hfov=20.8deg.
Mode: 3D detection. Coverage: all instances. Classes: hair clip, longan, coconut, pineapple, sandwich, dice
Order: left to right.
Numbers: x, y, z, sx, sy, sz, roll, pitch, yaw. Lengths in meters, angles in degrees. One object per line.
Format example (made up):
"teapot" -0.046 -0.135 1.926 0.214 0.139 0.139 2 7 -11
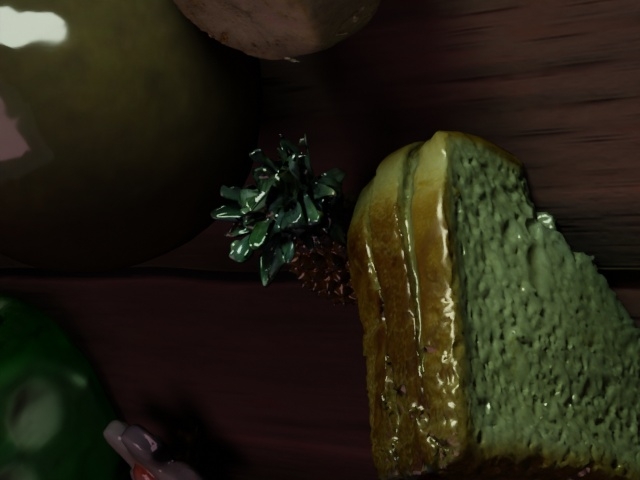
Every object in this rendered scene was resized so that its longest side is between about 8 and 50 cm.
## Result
"dice" -0.394 0.237 1.816 0.287 0.297 0.300 9 127 48
"longan" -0.181 -0.114 1.266 0.297 0.297 0.297 28 139 29
"hair clip" -0.142 0.261 1.758 0.146 0.075 0.257 22 140 28
"coconut" -0.024 -0.210 1.145 0.161 0.162 0.161 18 156 8
"pineapple" -0.001 -0.001 1.284 0.083 0.103 0.221 33 177 28
"sandwich" 0.151 0.067 1.223 0.100 0.288 0.254 -31 52 41
